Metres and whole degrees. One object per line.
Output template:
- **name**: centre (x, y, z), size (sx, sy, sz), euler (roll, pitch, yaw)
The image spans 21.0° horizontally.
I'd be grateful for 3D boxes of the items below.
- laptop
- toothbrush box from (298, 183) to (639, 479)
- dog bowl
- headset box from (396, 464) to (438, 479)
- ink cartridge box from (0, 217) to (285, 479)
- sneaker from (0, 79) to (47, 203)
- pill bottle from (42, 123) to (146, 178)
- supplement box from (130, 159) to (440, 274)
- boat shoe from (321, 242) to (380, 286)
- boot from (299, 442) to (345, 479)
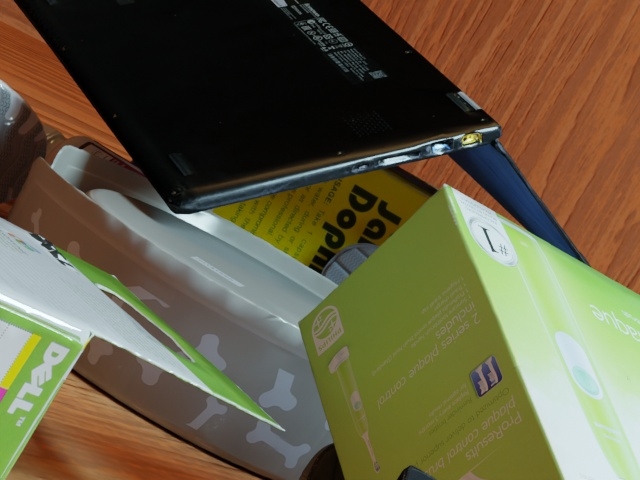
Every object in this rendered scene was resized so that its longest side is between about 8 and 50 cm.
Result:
- **laptop**: centre (0.000, -0.072, 1.450), size (0.408, 0.236, 0.382), euler (-14, 36, -22)
- **toothbrush box**: centre (0.128, 0.137, 0.851), size (0.206, 0.122, 0.283), euler (27, 31, -35)
- **dog bowl**: centre (-0.070, 0.058, 1.190), size (0.349, 0.102, 0.349), euler (29, 5, -3)
- **headset box**: centre (0.091, 0.201, 0.481), size (0.246, 0.131, 0.283), euler (31, 5, 2)
- **ink cartridge box**: centre (-0.168, 0.044, 0.793), size (0.255, 0.097, 0.189), euler (30, 3, -42)
- **sneaker**: centre (-0.342, -0.119, 1.362), size (0.281, 0.105, 0.115), euler (27, 5, -36)
- **pill bottle**: centre (-0.196, -0.037, 1.511), size (0.152, 0.086, 0.086), euler (31, 5, 14)
- **supplement box**: centre (0.000, 0.000, 1.647), size (0.356, 0.195, 0.194), euler (30, 6, 8)
- **boat shoe**: centre (0.105, 0.126, 1.469), size (0.302, 0.109, 0.094), euler (52, 10, 30)
- **boot**: centre (0.057, 0.175, 1.019), size (0.246, 0.083, 0.161), euler (29, -6, -29)
